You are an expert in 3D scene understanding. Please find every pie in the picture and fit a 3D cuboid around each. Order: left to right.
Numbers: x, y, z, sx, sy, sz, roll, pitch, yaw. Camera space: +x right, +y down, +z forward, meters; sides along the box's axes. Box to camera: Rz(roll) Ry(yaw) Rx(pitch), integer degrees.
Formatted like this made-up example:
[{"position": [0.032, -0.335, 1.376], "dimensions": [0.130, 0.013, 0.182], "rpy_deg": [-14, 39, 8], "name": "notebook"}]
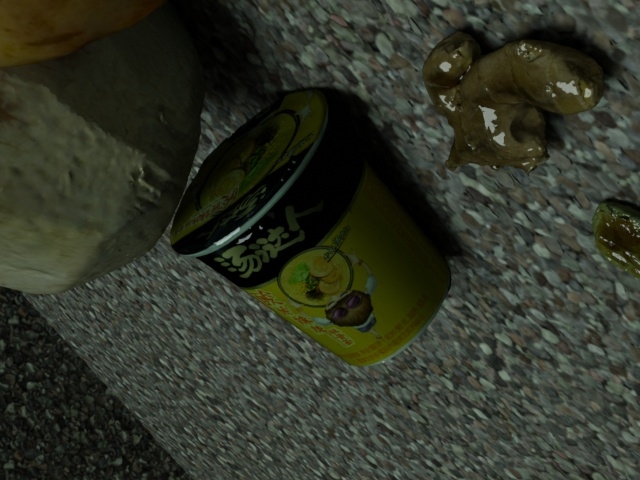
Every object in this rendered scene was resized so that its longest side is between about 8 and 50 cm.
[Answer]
[{"position": [0.260, 0.001, 1.245], "dimensions": [0.084, 0.020, 0.084], "rpy_deg": [36, 157, 18], "name": "pie"}]

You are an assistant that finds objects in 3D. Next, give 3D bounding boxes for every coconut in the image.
[{"position": [-0.325, -0.139, 1.456], "dimensions": [0.415, 0.415, 0.345], "rpy_deg": [36, 116, 16], "name": "coconut"}]

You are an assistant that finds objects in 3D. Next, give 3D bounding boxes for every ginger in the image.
[{"position": [0.157, -0.106, 1.179], "dimensions": [0.214, 0.059, 0.133], "rpy_deg": [7, 131, 54], "name": "ginger"}]

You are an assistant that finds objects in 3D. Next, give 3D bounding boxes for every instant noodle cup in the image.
[{"position": [0.000, 0.000, 1.475], "dimensions": [0.236, 0.215, 0.215], "rpy_deg": [44, 160, -24], "name": "instant noodle cup"}]

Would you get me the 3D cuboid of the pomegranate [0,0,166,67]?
[{"position": [-0.251, -0.303, 1.158], "dimensions": [0.338, 0.338, 0.338], "rpy_deg": [36, 157, 18], "name": "pomegranate"}]
